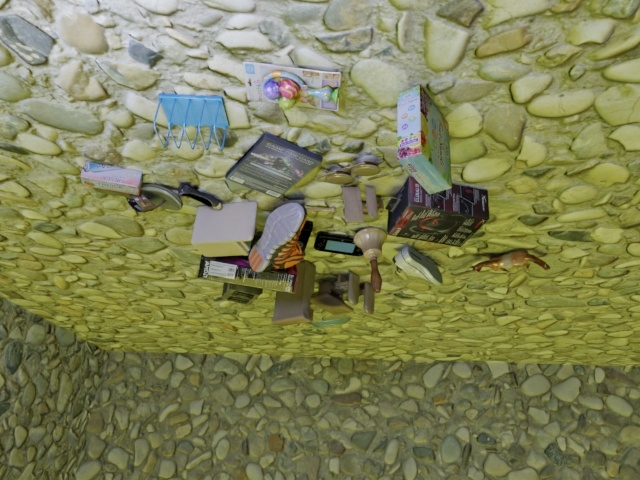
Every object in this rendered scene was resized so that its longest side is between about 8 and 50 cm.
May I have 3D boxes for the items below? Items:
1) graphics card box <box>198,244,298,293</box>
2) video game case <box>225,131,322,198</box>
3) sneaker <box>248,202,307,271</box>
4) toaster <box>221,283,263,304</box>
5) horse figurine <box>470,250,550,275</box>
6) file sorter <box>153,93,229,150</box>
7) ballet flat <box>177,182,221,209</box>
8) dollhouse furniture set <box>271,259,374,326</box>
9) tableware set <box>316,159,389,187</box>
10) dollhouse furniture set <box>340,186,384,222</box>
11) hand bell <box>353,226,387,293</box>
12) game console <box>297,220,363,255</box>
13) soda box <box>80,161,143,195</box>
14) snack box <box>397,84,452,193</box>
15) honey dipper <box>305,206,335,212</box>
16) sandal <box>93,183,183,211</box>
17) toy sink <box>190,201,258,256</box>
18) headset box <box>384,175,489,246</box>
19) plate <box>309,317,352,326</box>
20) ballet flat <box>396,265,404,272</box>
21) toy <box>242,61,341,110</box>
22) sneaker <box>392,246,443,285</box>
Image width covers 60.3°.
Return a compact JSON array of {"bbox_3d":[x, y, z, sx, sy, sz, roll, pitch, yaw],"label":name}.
[{"bbox_3d":[-0.278,0.095,2.139,0.371,0.233,0.094,10,109,-9],"label":"graphics card box"},{"bbox_3d":[-0.148,-0.223,1.694,0.196,0.026,0.274,20,149,-27],"label":"video game case"},{"bbox_3d":[-0.111,-0.014,1.940,0.180,0.124,0.321,-2,143,-46],"label":"sneaker"},{"bbox_3d":[-0.357,0.208,2.502,0.186,0.110,0.168,16,151,-20],"label":"toaster"},{"bbox_3d":[0.734,0.090,2.123,0.263,0.066,0.174,-12,155,36],"label":"horse figurine"},{"bbox_3d":[-0.343,-0.309,1.465,0.170,0.104,0.118,4,153,3],"label":"file sorter"},{"bbox_3d":[-0.412,-0.141,1.875,0.173,0.049,0.057,27,147,-37],"label":"ballet flat"},{"bbox_3d":[-0.012,0.288,2.437,0.362,0.256,0.394,-14,148,34],"label":"dollhouse furniture set"},{"bbox_3d":[0.094,-0.211,1.661,0.194,0.039,0.128,-11,162,41],"label":"tableware set"},{"bbox_3d":[0.134,-0.082,1.792,0.144,0.123,0.151,0,155,-9],"label":"dollhouse furniture set"},{"bbox_3d":[0.194,0.084,1.980,0.126,0.242,0.126,-3,141,-2],"label":"hand bell"},{"bbox_3d":[0.000,0.000,2.095,0.361,0.044,0.213,8,154,-7],"label":"game console"},{"bbox_3d":[-0.675,-0.201,1.787,0.183,0.063,0.058,10,153,-11],"label":"soda box"},{"bbox_3d":[0.258,-0.247,1.365,0.070,0.207,0.174,-14,147,33],"label":"snack box"},{"bbox_3d":[-0.028,-0.107,1.900,0.161,0.030,0.030,2,154,2],"label":"honey dipper"},{"bbox_3d":[-0.622,-0.139,1.875,0.303,0.086,0.120,10,153,-10],"label":"sandal"},{"bbox_3d":[-0.317,-0.036,1.959,0.234,0.152,0.131,-5,152,16],"label":"toy sink"},{"bbox_3d":[0.358,-0.090,1.774,0.293,0.110,0.218,9,153,-8],"label":"headset box"},{"bbox_3d":[0.045,0.356,2.381,0.188,0.024,0.188,-7,170,-1],"label":"plate"},{"bbox_3d":[0.351,0.107,2.252,0.041,0.041,0.114,17,151,-23],"label":"ballet flat"},{"bbox_3d":[-0.072,-0.364,1.360,0.237,0.056,0.137,5,152,1],"label":"toy"},{"bbox_3d":[0.387,0.108,2.192,0.091,0.094,0.258,-29,128,36],"label":"sneaker"}]
